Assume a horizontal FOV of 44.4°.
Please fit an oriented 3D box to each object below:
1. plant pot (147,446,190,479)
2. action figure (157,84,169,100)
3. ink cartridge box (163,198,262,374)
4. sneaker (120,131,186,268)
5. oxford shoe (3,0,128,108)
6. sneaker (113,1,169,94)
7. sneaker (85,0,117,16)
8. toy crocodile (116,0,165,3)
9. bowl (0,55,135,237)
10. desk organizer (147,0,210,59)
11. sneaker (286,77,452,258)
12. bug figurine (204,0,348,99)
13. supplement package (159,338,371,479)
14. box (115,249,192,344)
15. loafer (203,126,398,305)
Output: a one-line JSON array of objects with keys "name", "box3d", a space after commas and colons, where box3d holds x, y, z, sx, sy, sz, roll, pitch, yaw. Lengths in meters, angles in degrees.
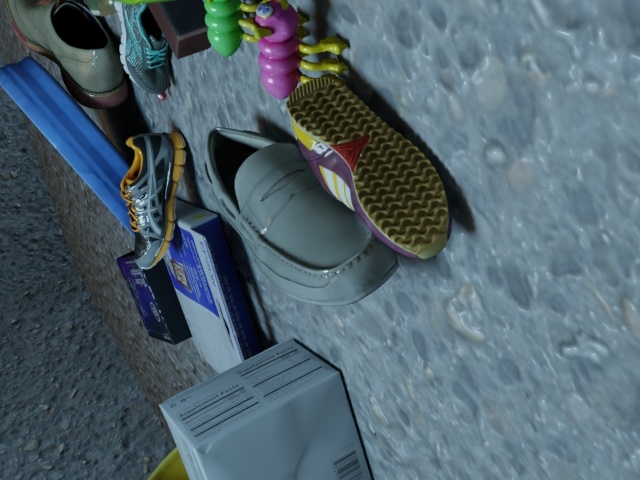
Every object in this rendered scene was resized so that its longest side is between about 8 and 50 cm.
[{"name": "plant pot", "box3d": [-0.160, 0.477, 1.433, 0.239, 0.254, 0.254, 53, 160, -10]}, {"name": "action figure", "box3d": [-0.239, -0.253, 1.114, 0.038, 0.030, 0.115, 27, 139, 50]}, {"name": "ink cartridge box", "box3d": [-0.166, 0.095, 1.260, 0.307, 0.072, 0.303, 19, 128, 59]}, {"name": "sneaker", "box3d": [-0.263, -0.063, 1.186, 0.084, 0.083, 0.215, 24, 107, 58]}, {"name": "oxford shoe", "box3d": [-0.436, -0.375, 1.339, 0.348, 0.123, 0.130, 44, 147, 24]}, {"name": "sneaker", "box3d": [-0.227, -0.262, 1.034, 0.076, 0.065, 0.166, 40, 149, 41]}, {"name": "sneaker", "box3d": [-0.323, -0.375, 1.109, 0.192, 0.064, 0.086, 39, 161, 54]}, {"name": "toy crocodile", "box3d": [-0.127, -0.343, 0.553, 0.105, 0.115, 0.340, 20, 107, 41]}, {"name": "bowl", "box3d": [-0.428, -0.166, 1.422, 0.391, 0.077, 0.391, 47, 171, 10]}, {"name": "desk organizer", "box3d": [-0.173, -0.280, 0.907, 0.130, 0.047, 0.050, 61, 161, 12]}, {"name": "sneaker", "box3d": [0.042, -0.050, 0.636, 0.185, 0.069, 0.084, 55, 173, 26]}, {"name": "bug figurine", "box3d": [-0.063, -0.236, 0.661, 0.279, 0.072, 0.216, 43, 149, 44]}, {"name": "supplement package", "box3d": [-0.059, 0.301, 1.033, 0.145, 0.204, 0.262, 23, 133, 59]}, {"name": "box", "box3d": [-0.304, 0.096, 1.535, 0.184, 0.103, 0.261, 65, 159, -6]}, {"name": "loafer", "box3d": [-0.038, -0.034, 0.754, 0.319, 0.112, 0.111, 32, 156, 55]}]
